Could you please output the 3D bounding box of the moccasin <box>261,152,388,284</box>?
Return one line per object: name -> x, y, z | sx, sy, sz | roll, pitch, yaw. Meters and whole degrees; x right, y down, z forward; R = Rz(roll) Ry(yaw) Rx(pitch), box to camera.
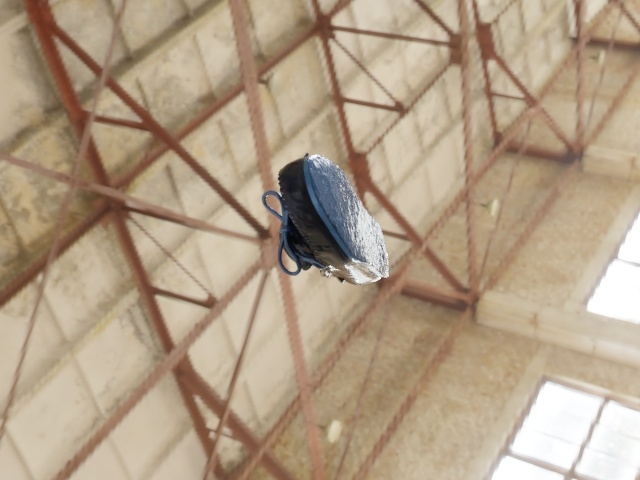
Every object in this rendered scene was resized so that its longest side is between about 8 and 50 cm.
moccasin -> 0.000, 0.000, 1.360 | 0.342, 0.117, 0.137 | 52, -150, -61
